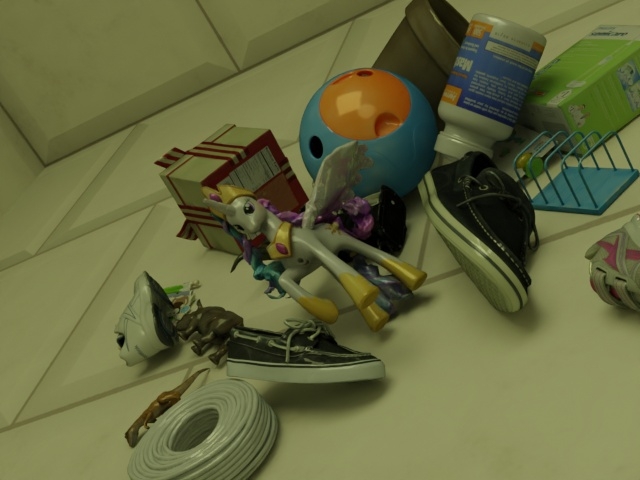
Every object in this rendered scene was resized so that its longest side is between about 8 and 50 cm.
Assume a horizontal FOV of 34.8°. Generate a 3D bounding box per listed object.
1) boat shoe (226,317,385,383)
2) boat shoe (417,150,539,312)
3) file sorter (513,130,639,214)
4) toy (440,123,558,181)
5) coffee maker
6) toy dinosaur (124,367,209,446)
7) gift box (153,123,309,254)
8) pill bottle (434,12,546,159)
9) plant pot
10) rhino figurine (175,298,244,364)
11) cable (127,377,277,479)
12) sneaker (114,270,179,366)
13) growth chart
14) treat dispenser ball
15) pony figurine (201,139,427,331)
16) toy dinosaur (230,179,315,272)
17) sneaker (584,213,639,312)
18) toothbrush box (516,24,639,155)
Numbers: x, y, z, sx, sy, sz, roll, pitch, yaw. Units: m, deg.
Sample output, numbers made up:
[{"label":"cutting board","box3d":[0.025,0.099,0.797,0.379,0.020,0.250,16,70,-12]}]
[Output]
[{"label":"boat shoe","box3d":[-0.028,0.181,1.688,0.306,0.105,0.113,-2,-5,41]},{"label":"boat shoe","box3d":[0.278,-0.037,1.723,0.156,0.187,0.500,-34,17,10]},{"label":"file sorter","box3d":[0.442,-0.126,1.793,0.118,0.104,0.170,-41,24,-22]},{"label":"toy","box3d":[0.359,-0.169,2.040,0.137,0.056,0.237,-43,31,-7]},{"label":"coffee maker","box3d":[0.065,-0.012,2.015,0.178,0.120,0.171,-17,27,32]},{"label":"toy dinosaur","box3d":[-0.281,0.296,1.895,0.211,0.064,0.112,-39,23,-18]},{"label":"gift box","box3d":[-0.229,-0.122,2.438,0.276,0.255,0.258,-34,24,-23]},{"label":"pill bottle","box3d":[0.315,-0.282,1.959,0.272,0.152,0.152,-69,23,8]},{"label":"plant pot","box3d":[0.240,-0.357,2.312,0.280,0.323,0.323,-40,19,23]},{"label":"rhino figurine","box3d":[-0.229,0.175,2.065,0.106,0.073,0.243,-43,24,-16]},{"label":"cable","box3d":[-0.195,0.334,1.674,0.257,0.089,0.257,-34,23,-5]},{"label":"sneaker","box3d":[-0.389,0.163,2.204,0.129,0.111,0.297,-35,23,5]},{"label":"growth chart","box3d":[-0.357,0.169,2.307,0.172,0.021,0.237,-17,27,28]},{"label":"treat dispenser ball","box3d":[0.100,-0.213,2.122,0.288,0.288,0.288,-26,23,12]},{"label":"pony figurine","box3d":[0.000,0.000,1.796,0.351,0.363,0.303,-12,-45,-58]},{"label":"toy dinosaur","box3d":[-0.053,-0.003,2.194,0.313,0.121,0.160,-42,12,-11]},{"label":"sneaker","box3d":[0.442,0.059,1.439,0.111,0.103,0.252,-30,16,14]},{"label":"toothbrush box","box3d":[0.535,-0.301,2.010,0.283,0.122,0.206,-38,23,-12]}]
